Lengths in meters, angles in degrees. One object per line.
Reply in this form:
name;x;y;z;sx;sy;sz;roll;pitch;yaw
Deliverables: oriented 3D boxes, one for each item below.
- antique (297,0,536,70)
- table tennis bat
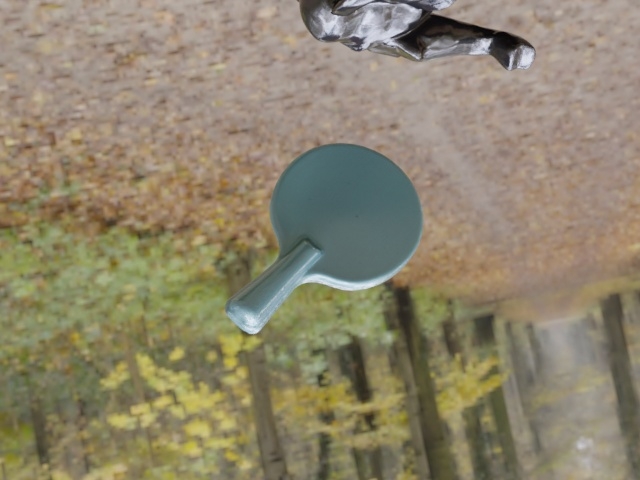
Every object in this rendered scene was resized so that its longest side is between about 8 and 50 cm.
antique;0.110;-0.293;0.991;0.255;0.185;0.322;-5;136;-15
table tennis bat;0.000;0.000;1.103;0.244;0.153;0.040;-45;174;-27
